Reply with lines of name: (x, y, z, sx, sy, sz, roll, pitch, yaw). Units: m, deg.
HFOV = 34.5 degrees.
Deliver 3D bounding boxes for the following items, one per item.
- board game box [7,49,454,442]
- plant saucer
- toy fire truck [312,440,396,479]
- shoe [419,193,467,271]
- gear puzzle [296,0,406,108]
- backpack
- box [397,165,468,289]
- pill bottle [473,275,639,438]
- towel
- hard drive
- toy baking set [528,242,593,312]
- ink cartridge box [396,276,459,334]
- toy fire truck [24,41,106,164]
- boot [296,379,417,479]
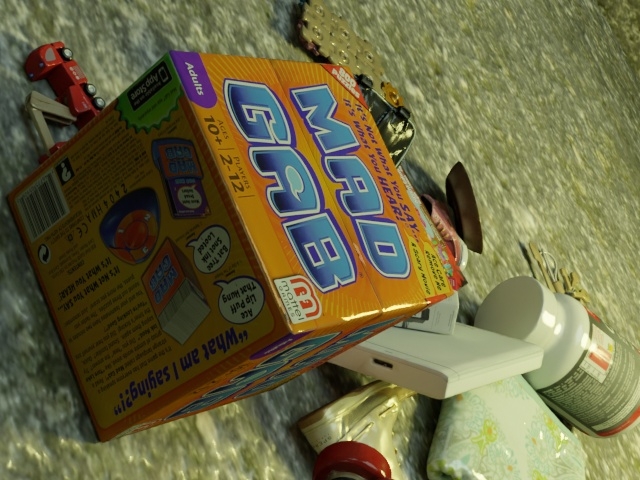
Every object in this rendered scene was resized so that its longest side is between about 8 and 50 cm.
board game box: (-0.117, 0.005, 1.357, 0.356, 0.356, 0.356, -7, 70, -53)
plant saucer: (0.293, -0.064, 2.133, 0.198, 0.036, 0.199, 167, -90, -89)
toy fire truck: (0.045, 0.415, 1.296, 0.254, 0.302, 0.169, 41, 33, -16)
shoe: (0.238, -0.014, 2.078, 0.081, 0.063, 0.178, 25, 41, -36)
gear puzzle: (0.066, -0.374, 2.169, 0.339, 0.044, 0.175, 37, 38, -32)
backpack: (0.007, -0.148, 1.761, 0.225, 0.191, 0.253, 35, 79, -29)
box: (0.151, -0.009, 1.966, 0.201, 0.057, 0.293, -24, 83, -55)
pill bottle: (0.488, 0.232, 2.059, 0.363, 0.210, 0.210, 36, 40, -29)
towel: (0.351, 0.397, 1.869, 0.374, 0.090, 0.320, 45, 36, -18)
hard drive: (0.195, 0.188, 1.723, 0.353, 0.233, 0.047, -2, 103, -55)
toy baking set: (0.559, 0.121, 2.401, 0.256, 0.030, 0.197, 37, 37, -28)
ink cartridge box: (0.161, 0.103, 1.801, 0.150, 0.063, 0.109, 9, 25, 1)
toy fire truck: (-0.373, -0.187, 1.467, 0.192, 0.047, 0.135, 57, 36, 0)
boot: (0.096, 0.325, 1.603, 0.262, 0.095, 0.203, -14, 75, -53)
